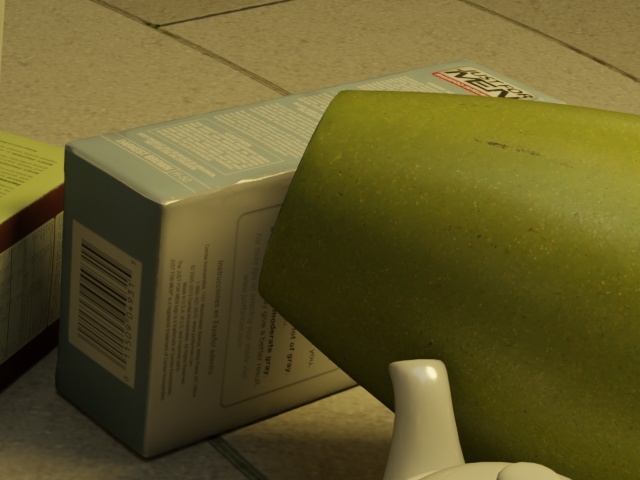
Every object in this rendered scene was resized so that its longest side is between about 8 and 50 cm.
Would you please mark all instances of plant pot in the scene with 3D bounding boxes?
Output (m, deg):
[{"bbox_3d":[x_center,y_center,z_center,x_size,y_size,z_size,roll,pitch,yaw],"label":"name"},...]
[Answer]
[{"bbox_3d":[0.123,0.024,1.058,0.293,0.275,0.275,23,27,5],"label":"plant pot"}]

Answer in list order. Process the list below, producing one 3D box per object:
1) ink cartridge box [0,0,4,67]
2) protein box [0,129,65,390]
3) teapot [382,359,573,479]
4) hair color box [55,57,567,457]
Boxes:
[{"bbox_3d":[-0.325,-0.140,1.429,0.093,0.212,0.154,-3,26,-28],"label":"ink cartridge box"},{"bbox_3d":[-0.290,0.011,1.207,0.200,0.136,0.201,16,26,17],"label":"protein box"},{"bbox_3d":[0.093,0.197,0.858,0.256,0.187,0.252,19,28,22],"label":"teapot"},{"bbox_3d":[0.000,0.000,1.246,0.374,0.185,0.113,-15,33,-39],"label":"hair color box"}]
